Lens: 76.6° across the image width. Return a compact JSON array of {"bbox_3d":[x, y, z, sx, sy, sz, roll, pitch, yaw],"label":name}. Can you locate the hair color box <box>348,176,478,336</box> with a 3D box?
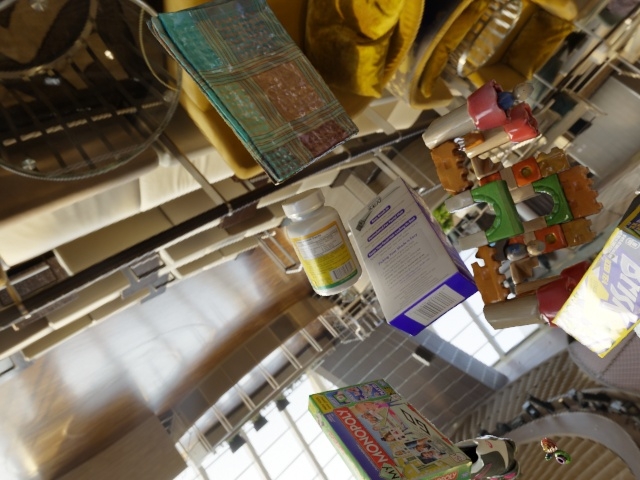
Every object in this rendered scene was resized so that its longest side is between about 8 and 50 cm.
[{"bbox_3d":[0.199,0.026,0.945,0.110,0.339,0.185,31,118,-36],"label":"hair color box"}]

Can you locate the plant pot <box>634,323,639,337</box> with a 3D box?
[{"bbox_3d":[0.806,0.152,0.752,0.247,0.248,0.252,-30,168,-5],"label":"plant pot"}]

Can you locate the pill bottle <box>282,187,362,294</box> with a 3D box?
[{"bbox_3d":[0.000,0.000,0.861,0.117,0.209,0.118,-22,-164,7],"label":"pill bottle"}]

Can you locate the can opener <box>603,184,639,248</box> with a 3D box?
[{"bbox_3d":[0.501,-0.050,0.606,0.284,0.076,0.095,-54,136,-7],"label":"can opener"}]

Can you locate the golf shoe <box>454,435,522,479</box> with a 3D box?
[{"bbox_3d":[0.314,0.509,0.922,0.273,0.120,0.105,-52,-159,33],"label":"golf shoe"}]

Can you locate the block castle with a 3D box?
[{"bbox_3d":[0.415,-0.069,0.813,0.212,0.454,0.302,-23,169,40],"label":"block castle"}]

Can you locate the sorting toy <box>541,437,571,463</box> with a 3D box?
[{"bbox_3d":[0.796,0.728,1.383,0.042,0.102,0.061,-31,156,-36],"label":"sorting toy"}]

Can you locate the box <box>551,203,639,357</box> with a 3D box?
[{"bbox_3d":[0.284,0.042,0.379,0.054,0.059,0.169,-36,145,-17],"label":"box"}]

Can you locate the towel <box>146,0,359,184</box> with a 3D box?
[{"bbox_3d":[-0.107,-0.314,0.793,0.271,0.370,0.040,-40,-177,-35],"label":"towel"}]

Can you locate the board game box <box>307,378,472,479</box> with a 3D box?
[{"bbox_3d":[0.130,0.415,0.876,0.213,0.317,0.046,-1,102,-25],"label":"board game box"}]
